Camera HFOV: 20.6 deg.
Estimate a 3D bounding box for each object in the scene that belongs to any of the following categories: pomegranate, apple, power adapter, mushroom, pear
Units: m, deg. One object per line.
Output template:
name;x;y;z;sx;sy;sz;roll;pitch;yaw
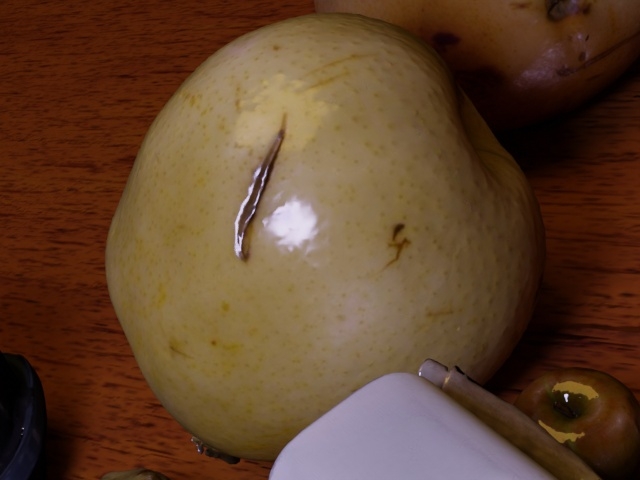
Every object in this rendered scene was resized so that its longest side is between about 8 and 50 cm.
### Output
pomegranate;0.133;-0.238;1.486;0.319;0.319;0.319;-23;29;13
apple;0.159;0.122;1.094;0.089;0.074;0.089;-21;31;13
power adapter;0.072;0.180;0.963;0.124;0.187;0.255;-34;28;-11
mushroom;0.131;0.135;1.027;0.061;0.187;0.060;-56;-15;6
pear;0.000;0.000;1.222;0.309;0.309;0.309;-23;29;13

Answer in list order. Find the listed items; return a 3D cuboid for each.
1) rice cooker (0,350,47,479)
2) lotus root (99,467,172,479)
rice cooker;-0.351;0.146;1.377;0.267;0.224;0.267;-22;27;12
lotus root;-0.132;0.235;1.168;0.110;0.097;0.258;-16;22;10
